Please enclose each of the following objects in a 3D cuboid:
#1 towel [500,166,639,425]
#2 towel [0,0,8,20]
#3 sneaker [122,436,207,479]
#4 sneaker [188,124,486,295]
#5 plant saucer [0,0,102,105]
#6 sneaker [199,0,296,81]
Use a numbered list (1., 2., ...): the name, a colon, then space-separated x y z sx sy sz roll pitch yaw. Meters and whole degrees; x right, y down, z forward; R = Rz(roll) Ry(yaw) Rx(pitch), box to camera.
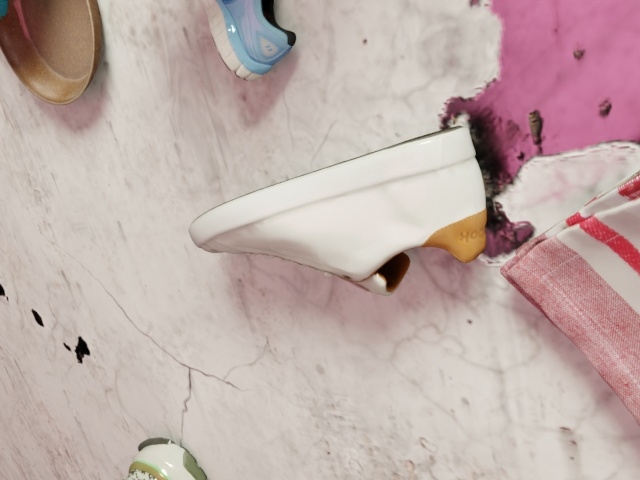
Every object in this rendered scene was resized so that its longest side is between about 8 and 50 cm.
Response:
1. towel: 0.261 0.036 0.253 0.237 0.037 0.329 50 152 10
2. towel: -0.325 -0.438 0.490 0.370 0.040 0.271 -45 70 38
3. sneaker: -0.215 0.524 0.807 0.158 0.182 0.410 -31 92 40
4. sneaker: 0.000 0.000 0.457 0.290 0.106 0.123 -11 102 37
5. plant saucer: -0.311 -0.258 0.601 0.198 0.036 0.199 15 118 29
6. sneaker: -0.069 -0.223 0.444 0.073 0.063 0.162 -22 101 21
